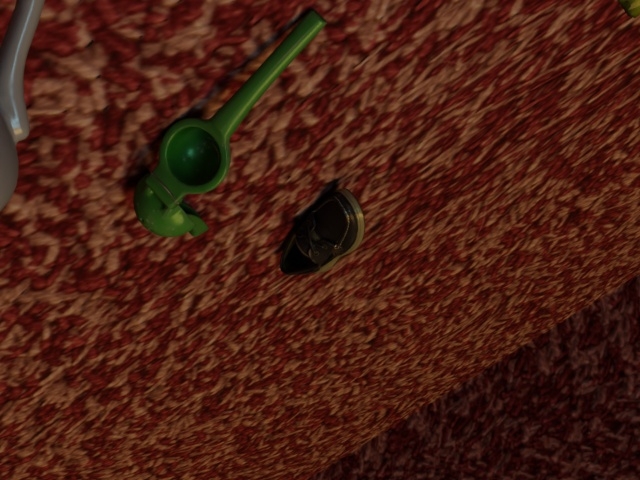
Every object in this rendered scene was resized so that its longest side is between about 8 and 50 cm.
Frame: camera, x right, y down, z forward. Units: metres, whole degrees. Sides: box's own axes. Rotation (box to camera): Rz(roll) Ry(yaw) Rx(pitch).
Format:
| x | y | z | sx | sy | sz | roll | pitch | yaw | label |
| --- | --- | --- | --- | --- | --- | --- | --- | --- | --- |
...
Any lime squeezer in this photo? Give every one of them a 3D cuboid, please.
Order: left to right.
| x | y | z | sx | sy | sz | roll | pitch | yaw | label |
| --- | --- | --- | --- | --- | --- | --- | --- | --- | --- |
| -0.084 | -0.056 | 1.048 | 0.110 | 0.059 | 0.310 | -17 | 159 | -30 | lime squeezer |

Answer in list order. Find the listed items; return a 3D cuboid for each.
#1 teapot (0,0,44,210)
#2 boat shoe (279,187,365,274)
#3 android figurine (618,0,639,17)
| x | y | z | sx | sy | sz | roll | pitch | yaw | label |
| --- | --- | --- | --- | --- | --- | --- | --- | --- | --- |
| -0.268 | -0.050 | 0.598 | 0.252 | 0.187 | 0.256 | -17 | -162 | 35 | teapot |
| 0.000 | 0.000 | 1.332 | 0.049 | 0.056 | 0.152 | -25 | 163 | -27 | boat shoe |
| 0.371 | -0.274 | 1.120 | 0.273 | 0.056 | 0.248 | -37 | 161 | 27 | android figurine |
